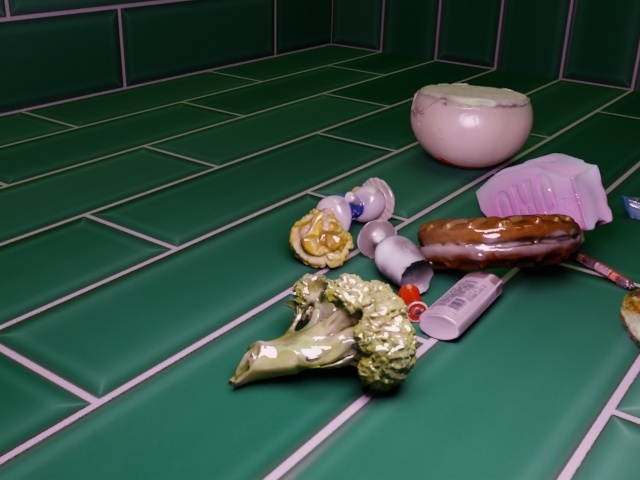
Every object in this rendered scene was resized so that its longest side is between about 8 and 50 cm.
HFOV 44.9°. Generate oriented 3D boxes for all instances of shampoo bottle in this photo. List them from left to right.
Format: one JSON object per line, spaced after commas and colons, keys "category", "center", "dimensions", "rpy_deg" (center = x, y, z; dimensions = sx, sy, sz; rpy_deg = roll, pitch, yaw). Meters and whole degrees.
{"category": "shampoo bottle", "center": [0.282, 0.125, 1.533], "dimensions": [0.086, 0.056, 0.227], "rpy_deg": [10, 24, 31]}

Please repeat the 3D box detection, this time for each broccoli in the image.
{"category": "broccoli", "center": [0.016, 0.134, 1.339], "dimensions": [0.301, 0.186, 0.254], "rpy_deg": [9, 34, 1]}

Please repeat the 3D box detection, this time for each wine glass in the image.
{"category": "wine glass", "center": [0.164, 0.037, 1.678], "dimensions": [0.103, 0.103, 0.222], "rpy_deg": [-7, 26, -18]}

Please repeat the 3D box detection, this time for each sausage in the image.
{"category": "sausage", "center": [0.627, 0.065, 1.732], "dimensions": [0.028, 0.025, 0.198], "rpy_deg": [-39, 34, -8]}

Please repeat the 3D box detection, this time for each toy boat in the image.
{"category": "toy boat", "center": [0.903, -0.110, 2.052], "dimensions": [0.215, 0.102, 0.088], "rpy_deg": [-2, 22, -6]}

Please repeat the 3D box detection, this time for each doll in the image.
{"category": "doll", "center": [0.080, -0.079, 1.899], "dimensions": [0.293, 0.138, 0.119], "rpy_deg": [-19, 60, -40]}

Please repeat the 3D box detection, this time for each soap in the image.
{"category": "soap", "center": [0.538, -0.105, 1.905], "dimensions": [0.109, 0.193, 0.323], "rpy_deg": [-18, 3, -30]}

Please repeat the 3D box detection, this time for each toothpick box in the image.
{"category": "toothpick box", "center": [0.183, 0.124, 1.543], "dimensions": [0.047, 0.047, 0.083], "rpy_deg": [-1, 23, -6]}

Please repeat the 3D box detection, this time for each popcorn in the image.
{"category": "popcorn", "center": [0.000, 0.000, 1.734], "dimensions": [0.125, 0.126, 0.145], "rpy_deg": [-40, 59, -22]}

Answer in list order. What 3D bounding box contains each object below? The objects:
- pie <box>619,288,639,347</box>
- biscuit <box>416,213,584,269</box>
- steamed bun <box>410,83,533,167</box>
{"category": "pie", "center": [0.710, 0.162, 1.453], "dimensions": [0.276, 0.079, 0.277], "rpy_deg": [2, 26, -1]}
{"category": "biscuit", "center": [0.394, 0.003, 1.674], "dimensions": [0.365, 0.115, 0.268], "rpy_deg": [-4, 1, -2]}
{"category": "steamed bun", "center": [0.461, -0.347, 2.381], "dimensions": [0.374, 0.242, 0.374], "rpy_deg": [0, 19, 0]}
